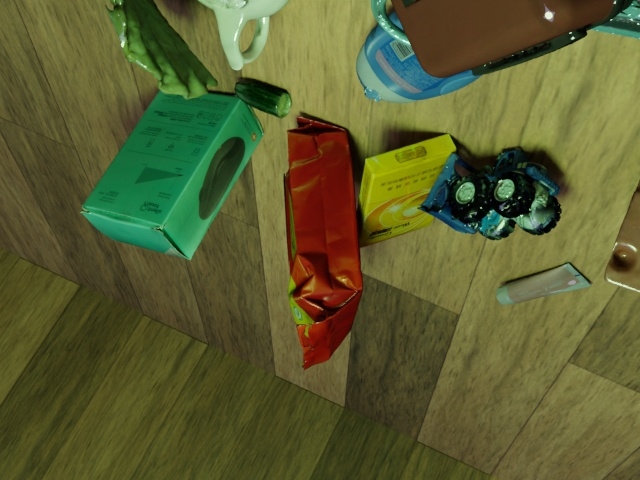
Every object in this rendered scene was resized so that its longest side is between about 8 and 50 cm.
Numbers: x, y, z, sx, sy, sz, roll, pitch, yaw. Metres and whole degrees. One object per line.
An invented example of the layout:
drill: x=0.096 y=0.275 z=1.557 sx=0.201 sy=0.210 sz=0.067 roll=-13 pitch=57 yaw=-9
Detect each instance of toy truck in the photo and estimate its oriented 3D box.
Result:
toy truck: x=0.270 y=-0.075 z=1.471 sx=0.208 sy=0.126 sz=0.113 roll=-7 pitch=155 yaw=43

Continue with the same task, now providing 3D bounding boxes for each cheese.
cheese: x=0.492 y=-0.042 z=1.304 sx=0.128 sy=0.203 sz=0.177 roll=20 pitch=122 yaw=22

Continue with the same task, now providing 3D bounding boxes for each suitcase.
suitcase: x=0.187 y=-0.303 z=0.959 sx=0.236 sy=0.161 sz=0.297 roll=65 pitch=161 yaw=-7

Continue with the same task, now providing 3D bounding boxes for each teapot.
teapot: x=-0.127 y=-0.384 z=1.298 sx=0.204 sy=0.139 sz=0.298 roll=10 pitch=148 yaw=30

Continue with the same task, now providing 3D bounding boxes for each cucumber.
cucumber: x=-0.106 y=-0.252 z=1.629 sx=0.105 sy=0.048 sz=0.048 roll=22 pitch=154 yaw=15

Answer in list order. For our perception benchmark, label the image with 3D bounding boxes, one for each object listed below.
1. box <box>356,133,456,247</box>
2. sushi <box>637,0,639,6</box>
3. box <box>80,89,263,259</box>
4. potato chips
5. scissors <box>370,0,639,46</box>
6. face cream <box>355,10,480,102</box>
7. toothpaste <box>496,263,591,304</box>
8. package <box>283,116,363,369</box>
box: x=0.139 y=-0.079 z=1.603 sx=0.269 sy=0.152 sz=0.043 roll=94 pitch=157 yaw=-63
sushi: x=0.378 y=-0.320 z=0.940 sx=0.210 sy=0.040 sz=0.193 roll=41 pitch=131 yaw=-23
box: x=-0.269 y=-0.130 z=1.712 sx=0.205 sy=0.311 sz=0.118 roll=11 pitch=151 yaw=32
potato chips: x=-0.267 y=-0.392 z=1.301 sx=0.373 sy=0.097 sz=0.389 roll=-115 pitch=3 yaw=-57
scissors: x=0.248 y=-0.294 z=1.127 sx=0.393 sy=0.032 sz=0.180 roll=16 pitch=116 yaw=9
face cream: x=0.143 y=-0.263 z=1.308 sx=0.149 sy=0.083 sz=0.264 roll=40 pitch=153 yaw=-17
toothpaste: x=0.413 y=0.085 z=1.744 sx=0.067 sy=0.043 sz=0.194 roll=41 pitch=146 yaw=-19
package: x=-0.001 y=-0.001 z=1.632 sx=0.123 sy=0.423 sz=0.196 roll=-2 pitch=154 yaw=-3
